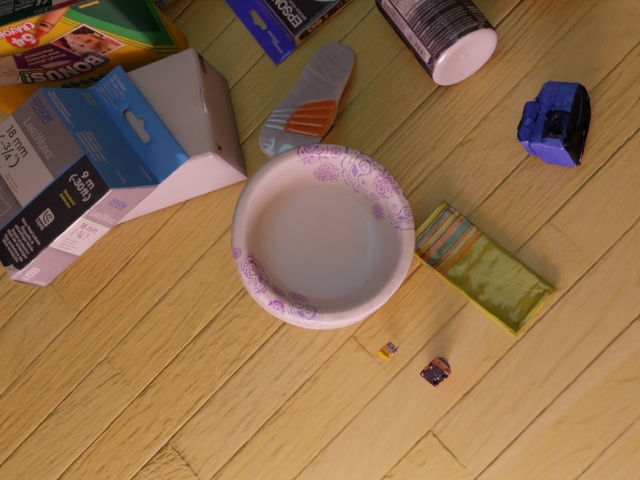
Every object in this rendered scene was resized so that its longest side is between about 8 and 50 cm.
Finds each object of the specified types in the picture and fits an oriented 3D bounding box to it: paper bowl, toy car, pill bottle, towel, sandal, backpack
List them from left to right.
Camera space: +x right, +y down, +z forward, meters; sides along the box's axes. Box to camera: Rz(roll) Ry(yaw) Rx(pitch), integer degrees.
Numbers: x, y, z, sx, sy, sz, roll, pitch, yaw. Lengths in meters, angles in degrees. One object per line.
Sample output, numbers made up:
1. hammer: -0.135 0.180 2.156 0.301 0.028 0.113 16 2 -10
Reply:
1. sandal: -0.010 -0.226 1.711 0.102 0.076 0.265 23 63 15
2. paper bowl: 0.000 0.000 1.567 0.284 0.148 0.284 1 78 -6
3. toy car: 0.152 0.181 1.545 0.122 0.060 0.040 30 55 17
4. pill bottle: 0.177 -0.388 1.653 0.130 0.130 0.245 -36 67 7
5. towel: 0.249 0.042 1.567 0.237 0.021 0.102 40 92 24
6. backpack: 0.367 -0.190 1.548 0.101 0.098 0.120 13 81 26

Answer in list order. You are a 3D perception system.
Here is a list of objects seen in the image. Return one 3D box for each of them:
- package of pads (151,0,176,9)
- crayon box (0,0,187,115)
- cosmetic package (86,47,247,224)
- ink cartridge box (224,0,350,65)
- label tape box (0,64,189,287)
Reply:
1. package of pads: -0.327 -0.513 1.772 0.229 0.296 0.101 -27 76 10
2. crayon box: -0.467 -0.348 1.766 0.363 0.313 0.106 -12 69 16
3. cosmetic package: -0.345 -0.164 1.762 0.385 0.156 0.217 -15 71 14
4. ink cartridge box: -0.062 -0.459 1.803 0.208 0.045 0.206 -40 67 6
5. label tape box: -0.422 -0.122 1.637 0.334 0.106 0.240 -41 69 7
